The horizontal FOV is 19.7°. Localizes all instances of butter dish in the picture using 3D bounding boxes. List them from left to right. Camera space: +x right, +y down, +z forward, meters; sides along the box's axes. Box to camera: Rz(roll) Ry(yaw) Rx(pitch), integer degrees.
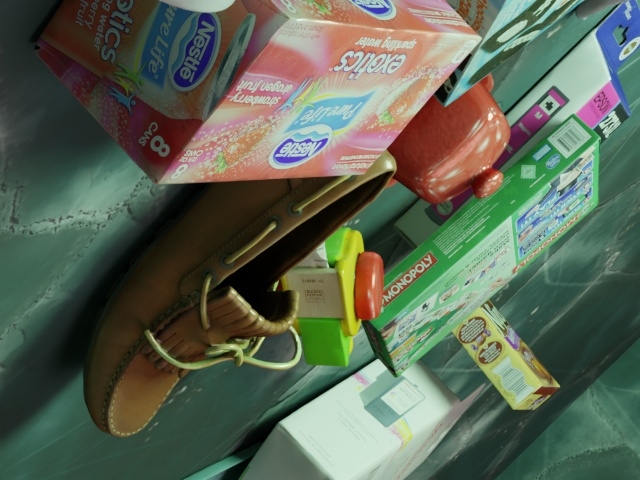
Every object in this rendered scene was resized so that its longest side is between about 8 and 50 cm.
[{"bbox_3d":[0.131,-0.090,1.800,0.160,0.118,0.160,-43,161,3],"label":"butter dish"}]

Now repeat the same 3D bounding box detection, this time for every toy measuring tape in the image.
[{"bbox_3d":[0.000,0.000,1.800,0.121,0.121,0.330,-35,143,-22],"label":"toy measuring tape"}]

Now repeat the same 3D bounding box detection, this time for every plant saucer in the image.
[{"bbox_3d":[-0.136,0.298,2.283,0.192,0.018,0.067,-20,152,-48],"label":"plant saucer"}]

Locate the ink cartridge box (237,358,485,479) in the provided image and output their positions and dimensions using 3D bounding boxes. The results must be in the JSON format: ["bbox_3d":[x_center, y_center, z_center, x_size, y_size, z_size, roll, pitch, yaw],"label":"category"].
[{"bbox_3d":[0.045,0.269,2.407,0.353,0.119,0.207,-27,157,-49],"label":"ink cartridge box"}]

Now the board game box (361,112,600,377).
[{"bbox_3d":[0.180,0.012,2.051,0.317,0.046,0.213,-40,162,-7],"label":"board game box"}]

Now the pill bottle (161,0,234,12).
[{"bbox_3d":[-0.025,-0.272,0.999,0.283,0.161,0.161,-52,160,25],"label":"pill bottle"}]

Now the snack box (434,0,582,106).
[{"bbox_3d":[0.187,-0.235,1.586,0.187,0.060,0.322,-38,173,-13],"label":"snack box"}]

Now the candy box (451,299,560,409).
[{"bbox_3d":[0.222,0.132,2.377,0.053,0.187,0.109,-43,163,12],"label":"candy box"}]

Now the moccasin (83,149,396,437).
[{"bbox_3d":[-0.074,0.040,1.624,0.380,0.147,0.139,-48,161,15],"label":"moccasin"}]

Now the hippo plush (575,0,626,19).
[{"bbox_3d":[0.390,-0.263,1.753,0.294,0.236,0.234,-48,161,16],"label":"hippo plush"}]

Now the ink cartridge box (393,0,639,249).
[{"bbox_3d":[0.250,-0.111,2.096,0.371,0.069,0.176,-47,161,5],"label":"ink cartridge box"}]

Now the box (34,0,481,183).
[{"bbox_3d":[-0.036,-0.141,1.303,0.154,0.142,0.300,-49,161,21],"label":"box"}]
